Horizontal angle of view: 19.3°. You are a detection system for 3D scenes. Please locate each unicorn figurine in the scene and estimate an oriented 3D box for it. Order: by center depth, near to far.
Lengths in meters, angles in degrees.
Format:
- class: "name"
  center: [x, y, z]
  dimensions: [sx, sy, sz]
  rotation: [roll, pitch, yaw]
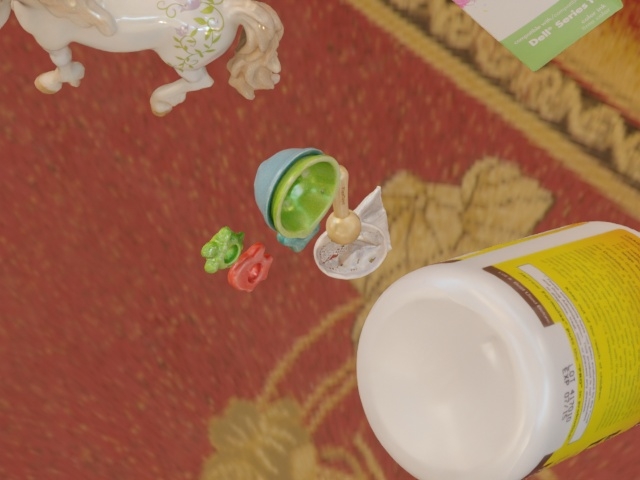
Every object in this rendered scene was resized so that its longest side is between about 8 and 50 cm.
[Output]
- class: "unicorn figurine"
  center: [-0.092, -0.088, 0.771]
  dimensions: [0.162, 0.111, 0.060]
  rotation: [-10, 77, -14]

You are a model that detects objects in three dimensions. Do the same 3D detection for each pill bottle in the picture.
- class: "pill bottle"
  center: [0.123, 0.055, 1.000]
  dimensions: [0.117, 0.215, 0.117]
  rotation: [8, 104, 37]

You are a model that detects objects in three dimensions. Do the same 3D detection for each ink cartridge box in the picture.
- class: "ink cartridge box"
  center: [0.128, -0.340, 1.790]
  dimensions: [0.119, 0.353, 0.207]
  rotation: [-35, 49, 21]

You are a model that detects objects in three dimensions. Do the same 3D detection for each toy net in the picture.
- class: "toy net"
  center: [0.000, 0.000, 1.443]
  dimensions: [0.045, 0.232, 0.122]
  rotation: [31, 93, 29]
